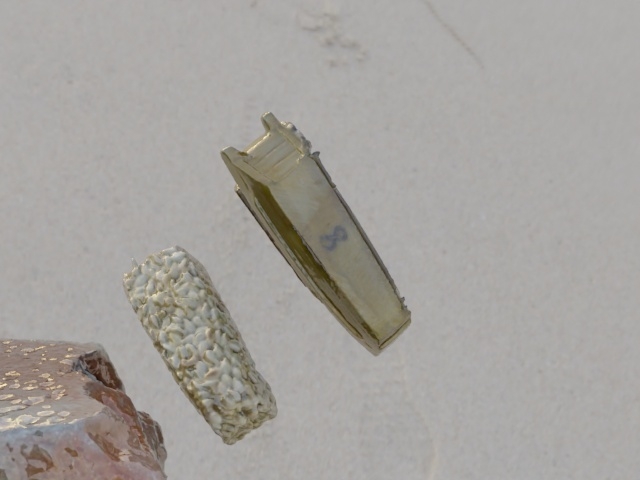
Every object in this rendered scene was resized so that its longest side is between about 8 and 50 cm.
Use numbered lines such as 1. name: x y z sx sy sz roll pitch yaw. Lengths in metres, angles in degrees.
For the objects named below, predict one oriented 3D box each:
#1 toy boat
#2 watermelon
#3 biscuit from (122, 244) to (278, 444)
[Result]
1. toy boat: 0.000 0.000 0.888 0.068 0.226 0.088 -41 21 -16
2. watermelon: -0.265 0.155 0.823 0.301 0.151 0.264 -18 8 -1
3. biscuit: -0.097 0.084 0.881 0.070 0.082 0.168 -34 63 0
